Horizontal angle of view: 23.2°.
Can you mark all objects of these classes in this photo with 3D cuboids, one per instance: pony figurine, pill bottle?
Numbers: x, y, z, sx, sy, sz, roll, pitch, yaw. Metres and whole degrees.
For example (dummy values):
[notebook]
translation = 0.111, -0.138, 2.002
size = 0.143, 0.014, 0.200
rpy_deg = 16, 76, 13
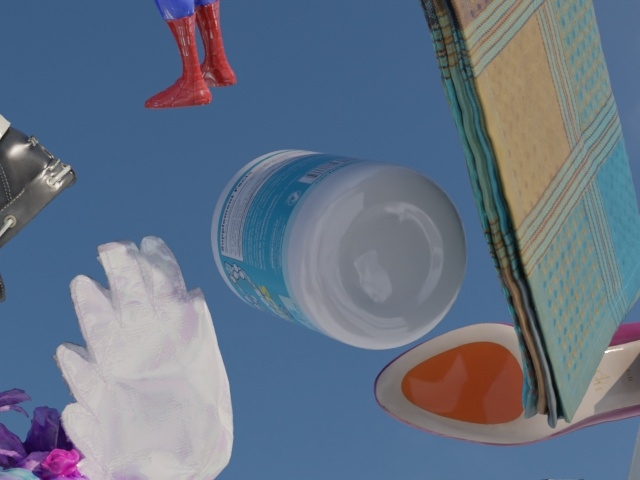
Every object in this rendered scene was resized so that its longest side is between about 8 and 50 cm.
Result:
[pony figurine]
translation = -0.182, 0.207, 1.027
size = 0.303, 0.351, 0.363
rpy_deg = -23, -5, -45
[pill bottle]
translation = 0.000, 0.000, 1.294
size = 0.146, 0.146, 0.264
rpy_deg = 11, 2, -25

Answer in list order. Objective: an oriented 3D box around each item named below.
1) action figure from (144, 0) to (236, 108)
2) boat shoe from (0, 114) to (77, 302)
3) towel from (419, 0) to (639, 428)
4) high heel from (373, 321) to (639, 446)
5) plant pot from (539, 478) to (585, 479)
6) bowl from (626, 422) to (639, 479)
[action figure]
translation = -0.048, -0.095, 0.420
size = 0.030, 0.038, 0.115
rpy_deg = -1, -71, 22
[boat shoe]
translation = -0.246, 0.030, 1.025
size = 0.079, 0.233, 0.084
rpy_deg = 36, -15, -20
[towel]
translation = 0.170, -0.083, 1.190
size = 0.040, 0.271, 0.370
rpy_deg = -6, -68, 30
[high heel]
translation = 0.238, 0.148, 1.625
size = 0.377, 0.127, 0.181
rpy_deg = -1, -7, -4
[plant pot]
translation = 0.113, 0.265, 0.939
size = 0.228, 0.207, 0.227
rpy_deg = -19, -7, -3
[bowl]
translation = 0.155, 0.127, 0.454
size = 0.134, 0.298, 0.298
rpy_deg = 11, -36, 8
